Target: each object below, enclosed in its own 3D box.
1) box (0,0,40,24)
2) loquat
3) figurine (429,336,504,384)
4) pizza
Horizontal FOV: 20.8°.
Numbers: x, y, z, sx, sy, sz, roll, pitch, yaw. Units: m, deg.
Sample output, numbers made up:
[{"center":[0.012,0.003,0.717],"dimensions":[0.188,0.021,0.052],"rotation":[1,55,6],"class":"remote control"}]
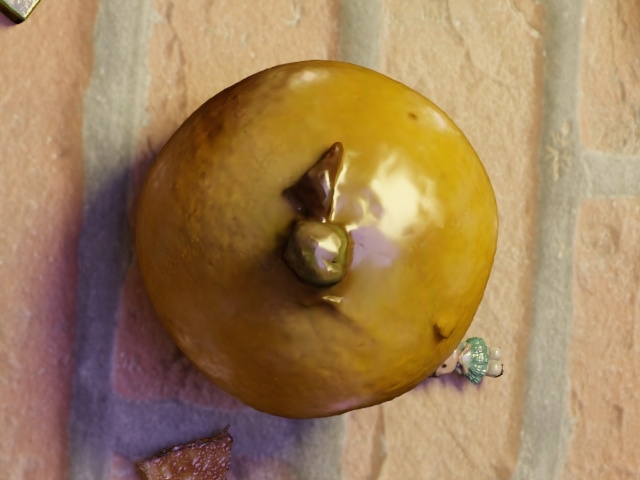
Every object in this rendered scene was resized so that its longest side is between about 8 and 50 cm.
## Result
[{"center":[-0.314,-0.306,1.592],"dimensions":[0.193,0.030,0.121],"rotation":[40,72,-19],"class":"box"},{"center":[0.000,0.000,1.557],"dimensions":[0.328,0.359,0.328],"rotation":[0,94,-2],"class":"loquat"},{"center":[0.138,0.114,1.781],"dimensions":[0.106,0.047,0.060],"rotation":[10,92,-27],"class":"figurine"},{"center":[-0.122,0.236,1.666],"dimensions":[0.100,0.029,0.099],"rotation":[-19,104,-22],"class":"pizza"}]
